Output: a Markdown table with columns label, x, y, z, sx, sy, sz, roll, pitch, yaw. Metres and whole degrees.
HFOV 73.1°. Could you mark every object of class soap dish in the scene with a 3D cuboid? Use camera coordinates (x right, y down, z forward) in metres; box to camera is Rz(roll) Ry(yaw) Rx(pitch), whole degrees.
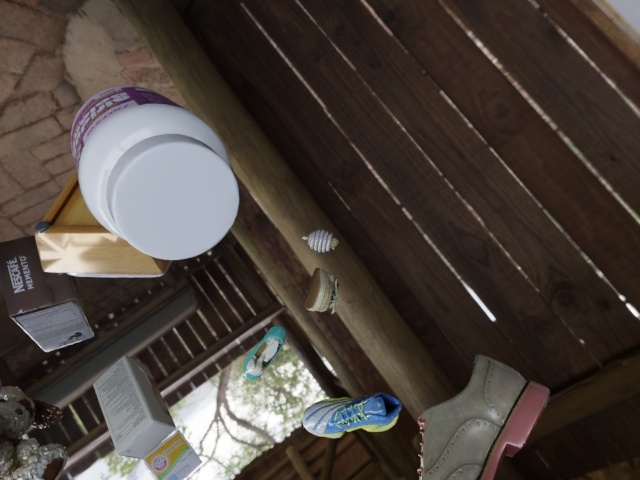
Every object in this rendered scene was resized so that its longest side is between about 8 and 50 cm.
| label | x | y | z | sx | sy | sz | roll | pitch | yaw |
| --- | --- | --- | --- | --- | --- | --- | --- | --- | --- |
| soap dish | -0.360 | -0.073 | 0.803 | 0.229 | 0.290 | 0.118 | 0 | 143 | 11 |

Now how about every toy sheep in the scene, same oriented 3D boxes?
| label | x | y | z | sx | sy | sz | roll | pitch | yaw |
| --- | --- | --- | --- | --- | --- | --- | --- | --- | --- |
| toy sheep | 0.000 | 0.000 | 1.556 | 0.132 | 0.091 | 0.091 | 6 | 175 | 7 |

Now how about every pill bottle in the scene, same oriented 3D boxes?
| label | x | y | z | sx | sy | sz | roll | pitch | yaw |
| --- | --- | --- | --- | --- | --- | --- | --- | --- | --- |
| pill bottle | -0.213 | -0.094 | 0.544 | 0.169 | 0.301 | 0.169 | -14 | 120 | -27 |

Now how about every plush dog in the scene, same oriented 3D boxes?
| label | x | y | z | sx | sy | sz | roll | pitch | yaw |
| --- | --- | --- | --- | --- | --- | --- | --- | --- | --- |
| plush dog | -0.721 | 0.438 | 0.964 | 0.211 | 0.225 | 0.262 | -30 | 132 | 15 |

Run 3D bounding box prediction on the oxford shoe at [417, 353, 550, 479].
| label | x | y | z | sx | sy | sz | roll | pitch | yaw |
| --- | --- | --- | --- | --- | --- | --- | --- | --- | --- |
| oxford shoe | 0.181 | 0.315 | 0.614 | 0.348 | 0.130 | 0.123 | -42 | 146 | -24 |

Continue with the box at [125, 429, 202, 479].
| label | x | y | z | sx | sy | sz | roll | pitch | yaw |
| --- | --- | --- | --- | --- | --- | --- | --- | --- | --- |
| box | -0.402 | 0.587 | 1.101 | 0.114 | 0.103 | 0.203 | -29 | 163 | -49 |

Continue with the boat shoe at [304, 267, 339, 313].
| label | x | y | z | sx | sy | sz | roll | pitch | yaw |
| --- | --- | --- | --- | --- | --- | --- | --- | --- | --- |
| boat shoe | 0.016 | 0.130 | 1.147 | 0.285 | 0.089 | 0.104 | -88 | -160 | -84 |

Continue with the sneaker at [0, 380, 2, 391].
| label | x | y | z | sx | sy | sz | roll | pitch | yaw |
| --- | --- | --- | --- | --- | --- | --- | --- | --- | --- |
| sneaker | -0.567 | 0.282 | 0.611 | 0.095 | 0.104 | 0.236 | -15 | -168 | 20 |

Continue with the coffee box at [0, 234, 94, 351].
| label | x | y | z | sx | sy | sz | roll | pitch | yaw |
| --- | --- | --- | --- | --- | --- | --- | --- | --- | --- |
| coffee box | -0.619 | 0.126 | 0.989 | 0.119 | 0.168 | 0.297 | -17 | 160 | -26 |

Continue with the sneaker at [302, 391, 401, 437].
| label | x | y | z | sx | sy | sz | roll | pitch | yaw |
| --- | --- | --- | --- | --- | --- | --- | --- | --- | --- |
| sneaker | 0.082 | 0.396 | 1.016 | 0.240 | 0.091 | 0.126 | 3 | 138 | -21 |

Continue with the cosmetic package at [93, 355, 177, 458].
| label | x | y | z | sx | sy | sz | roll | pitch | yaw |
| --- | --- | --- | --- | --- | --- | --- | --- | --- | --- |
| cosmetic package | -0.625 | 0.554 | 1.449 | 0.153 | 0.296 | 0.129 | -41 | 141 | -6 |

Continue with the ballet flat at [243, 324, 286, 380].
| label | x | y | z | sx | sy | sz | roll | pitch | yaw |
| --- | --- | --- | --- | --- | --- | --- | --- | --- | --- |
| ballet flat | -0.201 | 0.403 | 1.494 | 0.247 | 0.083 | 0.087 | -57 | -172 | 14 |
